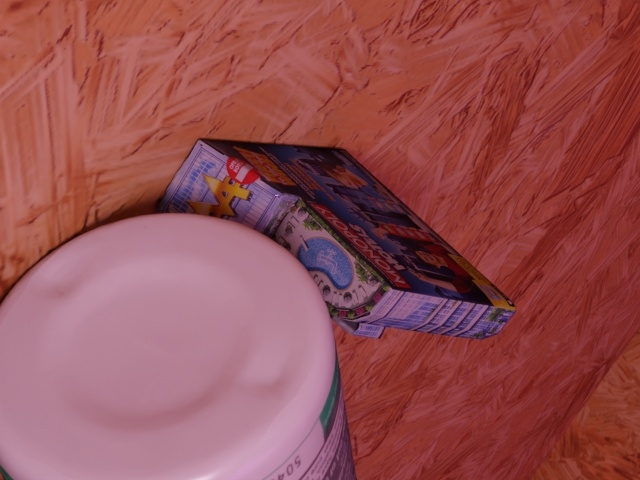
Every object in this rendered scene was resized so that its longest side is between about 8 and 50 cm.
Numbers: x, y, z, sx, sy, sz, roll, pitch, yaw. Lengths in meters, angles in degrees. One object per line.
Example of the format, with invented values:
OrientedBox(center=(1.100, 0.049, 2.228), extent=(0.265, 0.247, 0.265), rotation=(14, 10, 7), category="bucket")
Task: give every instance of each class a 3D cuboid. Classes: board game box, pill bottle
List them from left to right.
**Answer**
OrientedBox(center=(-0.076, 0.170, 0.964), extent=(0.204, 0.204, 0.361), rotation=(-40, 145, -24), category="pill bottle")
OrientedBox(center=(0.000, 0.000, 0.986), extent=(0.194, 0.194, 0.060), rotation=(10, 118, -50), category="board game box")
